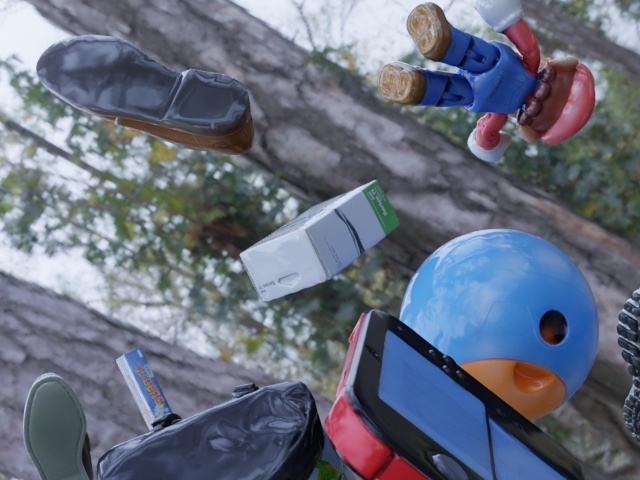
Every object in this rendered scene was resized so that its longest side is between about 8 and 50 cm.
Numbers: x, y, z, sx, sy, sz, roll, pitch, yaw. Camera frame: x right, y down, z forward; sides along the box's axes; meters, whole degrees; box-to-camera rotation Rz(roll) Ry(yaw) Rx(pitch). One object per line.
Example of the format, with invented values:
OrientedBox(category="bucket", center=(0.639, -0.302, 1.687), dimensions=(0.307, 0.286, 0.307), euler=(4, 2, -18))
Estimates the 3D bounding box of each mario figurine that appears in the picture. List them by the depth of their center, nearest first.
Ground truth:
OrientedBox(category="mario figurine", center=(0.223, -0.218, 1.382), dimensions=(0.198, 0.320, 0.170), euler=(-28, 58, 49))

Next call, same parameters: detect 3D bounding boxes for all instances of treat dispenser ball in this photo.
OrientedBox(category="treat dispenser ball", center=(0.259, 0.125, 1.521), dimensions=(0.288, 0.288, 0.288), euler=(-54, -17, -25))

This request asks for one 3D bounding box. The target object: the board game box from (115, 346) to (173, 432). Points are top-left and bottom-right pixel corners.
OrientedBox(category="board game box", center=(-0.312, 0.297, 1.915), dimensions=(0.035, 0.201, 0.136), euler=(-26, -1, -20))

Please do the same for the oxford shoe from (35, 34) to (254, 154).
OrientedBox(category="oxford shoe", center=(-0.154, -0.118, 0.904), dimensions=(0.076, 0.212, 0.076), euler=(-61, -20, -21))

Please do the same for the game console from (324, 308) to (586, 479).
OrientedBox(category="game console", center=(0.166, 0.222, 1.105), dimensions=(0.060, 0.342, 0.386), euler=(-56, 1, 13))

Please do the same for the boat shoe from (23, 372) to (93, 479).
OrientedBox(category="boat shoe", center=(-0.348, 0.273, 1.386), dimensions=(0.068, 0.081, 0.228), euler=(-135, 37, -65))

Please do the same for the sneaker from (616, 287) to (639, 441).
OrientedBox(category="sneaker", center=(0.476, 0.143, 1.346), dimensions=(0.147, 0.129, 0.330), euler=(-33, -42, -21))

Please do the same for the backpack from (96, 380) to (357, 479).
OrientedBox(category="backpack", center=(-0.060, 0.378, 1.236), dimensions=(0.273, 0.290, 0.356), euler=(-98, -18, -45))

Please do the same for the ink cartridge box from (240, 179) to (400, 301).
OrientedBox(category="ink cartridge box", center=(0.000, 0.000, 1.598), dimensions=(0.153, 0.087, 0.208), euler=(-21, 10, 40))
